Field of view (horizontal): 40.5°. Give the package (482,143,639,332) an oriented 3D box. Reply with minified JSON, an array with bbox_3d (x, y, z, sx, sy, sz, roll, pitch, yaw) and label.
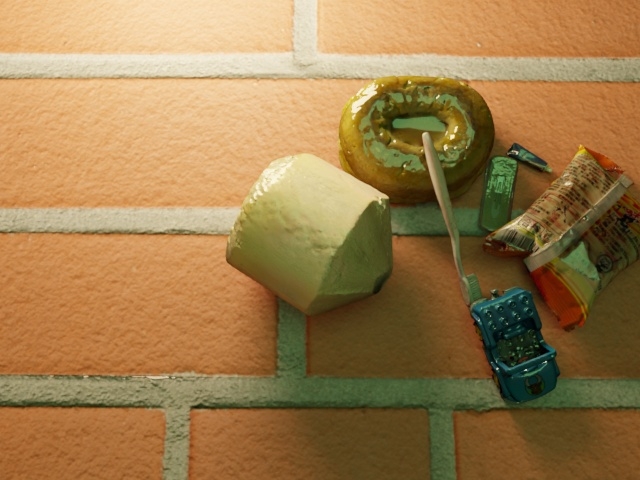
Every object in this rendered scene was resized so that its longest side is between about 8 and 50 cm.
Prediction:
[{"bbox_3d":[0.436,-0.011,1.422,0.288,0.108,0.223,-43,82,-13],"label":"package"}]

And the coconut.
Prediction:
[{"bbox_3d":[0.000,0.000,1.351,0.244,0.239,0.239,29,78,7],"label":"coconut"}]

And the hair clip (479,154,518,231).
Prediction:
[{"bbox_3d":[0.304,-0.078,1.479,0.054,0.022,0.137,10,77,3],"label":"hair clip"}]

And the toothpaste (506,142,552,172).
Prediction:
[{"bbox_3d":[0.363,-0.139,1.497,0.083,0.019,0.027,31,102,8],"label":"toothpaste"}]

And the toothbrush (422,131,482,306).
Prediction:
[{"bbox_3d":[0.212,-0.031,1.390,0.029,0.025,0.307,-24,110,-15],"label":"toothbrush"}]

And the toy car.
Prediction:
[{"bbox_3d":[0.312,0.167,1.366,0.097,0.100,0.191,-21,94,-3],"label":"toy car"}]

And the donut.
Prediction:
[{"bbox_3d":[0.160,-0.169,1.446,0.261,0.128,0.209,-4,78,-1],"label":"donut"}]
